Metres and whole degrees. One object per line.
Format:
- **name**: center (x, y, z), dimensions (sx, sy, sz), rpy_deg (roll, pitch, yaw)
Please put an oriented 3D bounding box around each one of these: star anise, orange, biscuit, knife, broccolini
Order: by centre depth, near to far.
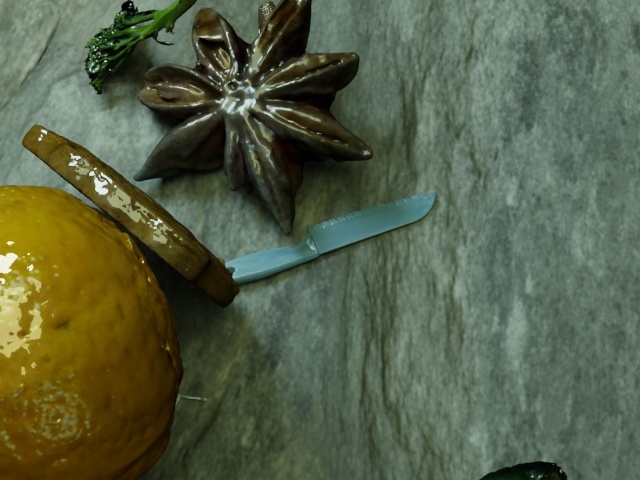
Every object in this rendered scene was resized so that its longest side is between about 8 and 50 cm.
- **orange**: center (-0.309, 0.119, 1.219), dimensions (0.293, 0.341, 0.341), rpy_deg (-25, 67, -37)
- **biscuit**: center (-0.204, -0.031, 1.342), dimensions (0.273, 0.257, 0.049), rpy_deg (36, 84, 20)
- **star anise**: center (-0.084, -0.148, 1.461), dimensions (0.315, 0.108, 0.315), rpy_deg (-2, 82, 13)
- **knife**: center (0.000, 0.000, 1.466), dimensions (0.313, 0.019, 0.044), rpy_deg (-18, 66, -12)
- **broccolini**: center (-0.189, -0.293, 1.498), dimensions (0.271, 0.062, 0.123), rpy_deg (-35, 47, 25)

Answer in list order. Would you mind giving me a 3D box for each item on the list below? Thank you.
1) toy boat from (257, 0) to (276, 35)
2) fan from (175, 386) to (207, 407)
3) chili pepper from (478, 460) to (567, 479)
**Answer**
- **toy boat**: center (-0.047, -0.236, 1.547), dimensions (0.047, 0.049, 0.149), rpy_deg (-19, 69, -10)
- **fan**: center (-0.178, 0.180, 1.386), dimensions (0.080, 0.003, 0.060), rpy_deg (34, 70, 12)
- **chili pepper**: center (0.194, 0.361, 1.272), dimensions (0.148, 0.116, 0.265), rpy_deg (9, 65, 15)
